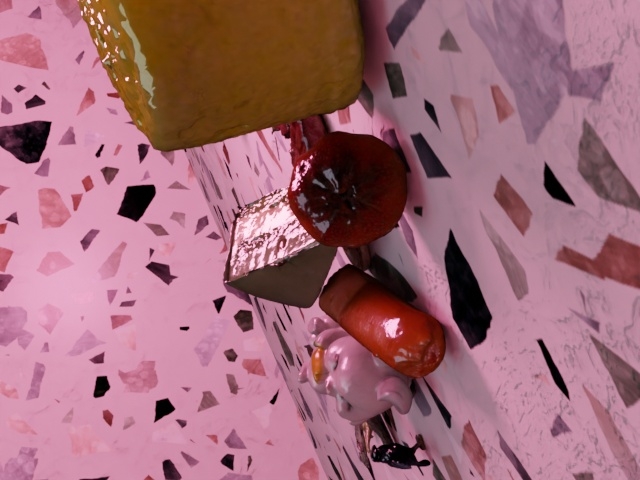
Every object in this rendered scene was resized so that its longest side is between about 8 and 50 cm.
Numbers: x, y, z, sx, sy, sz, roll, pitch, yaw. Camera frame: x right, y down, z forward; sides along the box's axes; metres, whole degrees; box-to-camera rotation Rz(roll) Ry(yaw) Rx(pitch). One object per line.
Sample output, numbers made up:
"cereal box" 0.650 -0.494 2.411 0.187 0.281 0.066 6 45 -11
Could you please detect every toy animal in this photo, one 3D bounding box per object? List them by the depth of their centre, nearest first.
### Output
"toy animal" 0.071 0.218 1.614 0.325 0.154 0.208 -27 64 58
"toy animal" 0.148 0.402 1.713 0.220 0.108 0.062 140 118 -77

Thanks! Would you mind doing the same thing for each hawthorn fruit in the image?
"hawthorn fruit" 0.035 -0.069 1.221 0.194 0.157 0.157 -120 8 -81

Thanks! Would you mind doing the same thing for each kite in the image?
"kite" 0.064 0.322 1.893 0.406 0.014 0.368 52 -164 -32

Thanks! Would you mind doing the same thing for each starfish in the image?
"starfish" 0.088 0.397 2.120 0.217 0.050 0.223 70 -178 -46

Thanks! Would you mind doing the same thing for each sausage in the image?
"sausage" 0.091 0.120 1.412 0.094 0.097 0.348 38 179 -25

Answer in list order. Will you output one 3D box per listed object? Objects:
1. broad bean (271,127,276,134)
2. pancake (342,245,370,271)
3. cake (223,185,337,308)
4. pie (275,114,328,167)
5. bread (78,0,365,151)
"broad bean" -0.108 -0.313 1.641 0.053 0.052 0.256 -104 -2 -70
"pancake" 0.050 -0.008 1.575 0.139 0.022 0.139 61 167 24
"cake" 0.002 -0.002 1.486 0.284 0.172 0.158 -23 50 42
"pie" -0.032 -0.181 1.549 0.204 0.054 0.218 137 112 -78
"bread" -0.129 -0.293 1.126 0.348 0.308 0.348 161 90 -77
